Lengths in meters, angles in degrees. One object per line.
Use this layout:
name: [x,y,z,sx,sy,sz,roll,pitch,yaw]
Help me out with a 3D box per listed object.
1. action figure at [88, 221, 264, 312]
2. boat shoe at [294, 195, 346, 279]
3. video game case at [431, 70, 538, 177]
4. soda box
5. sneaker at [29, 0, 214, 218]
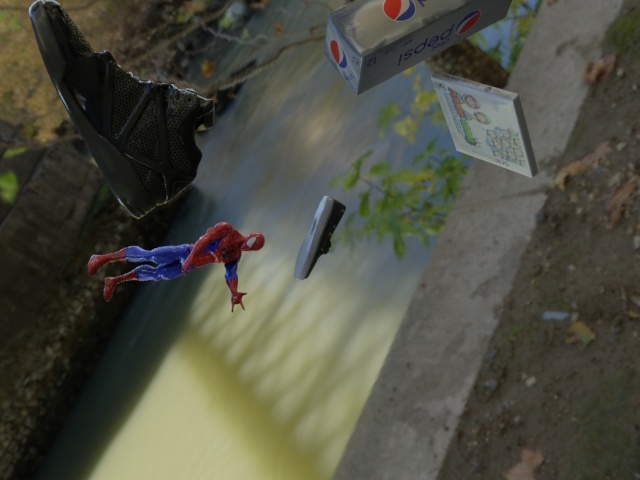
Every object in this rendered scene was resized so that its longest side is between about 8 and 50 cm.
action figure: [-0.220,0.053,1.218,0.280,0.092,0.139,-16,41,5]
boat shoe: [0.000,0.000,1.234,0.142,0.040,0.049,-68,18,1]
video game case: [0.236,-0.166,1.118,0.143,0.157,0.019,29,69,40]
soda box: [0.147,-0.328,1.134,0.286,0.091,0.098,-31,-18,-14]
sneaker: [-0.190,-0.149,0.777,0.130,0.228,0.087,-31,6,-5]
